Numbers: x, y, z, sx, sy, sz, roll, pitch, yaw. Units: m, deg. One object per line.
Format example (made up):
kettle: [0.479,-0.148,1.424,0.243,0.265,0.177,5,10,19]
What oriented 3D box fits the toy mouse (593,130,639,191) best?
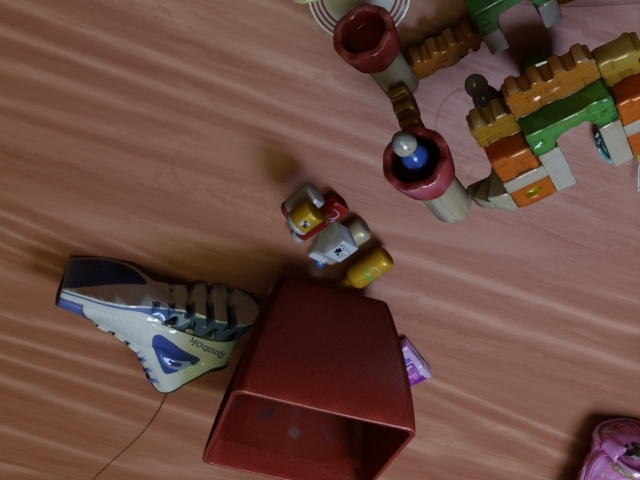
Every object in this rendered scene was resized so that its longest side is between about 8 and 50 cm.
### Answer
toy mouse: [0.451,-0.168,1.495,0.143,0.031,0.161,23,118,-14]

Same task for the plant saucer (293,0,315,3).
plant saucer: [0.100,-0.462,1.218,0.333,0.081,0.333,-11,83,7]

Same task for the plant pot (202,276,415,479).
plant pot: [-0.013,0.213,1.575,0.267,0.236,0.267,14,144,-9]

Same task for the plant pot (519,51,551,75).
plant pot: [0.311,-0.227,1.431,0.083,0.079,0.083,0,122,0]

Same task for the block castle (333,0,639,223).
block castle: [0.262,-0.243,1.268,0.453,0.303,0.213,-26,151,15]

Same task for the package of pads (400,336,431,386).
package of pads: [0.144,0.206,1.718,0.050,0.032,0.083,-29,117,19]

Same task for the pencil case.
pencil case: [0.504,0.495,1.825,0.160,0.167,0.386,28,122,19]

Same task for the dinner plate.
dinner plate: [0.053,-0.340,1.398,0.141,0.017,0.141,0,120,0]

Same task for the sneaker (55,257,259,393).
sneaker: [-0.272,0.152,1.628,0.315,0.127,0.182,14,118,-10]

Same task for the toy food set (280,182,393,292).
toy food set: [0.000,0.000,1.538,0.104,0.111,0.232,-37,146,20]
